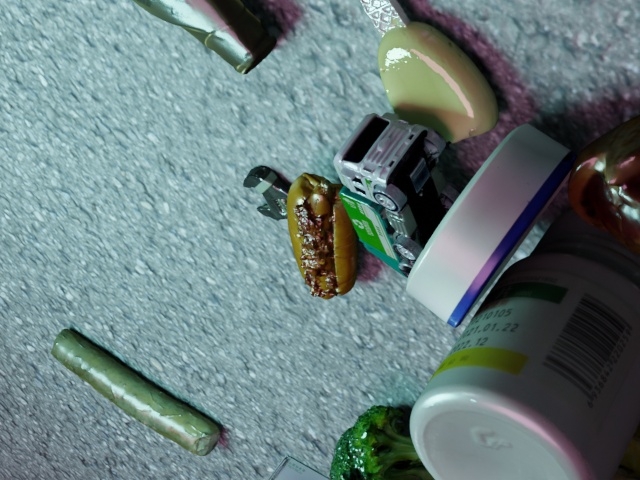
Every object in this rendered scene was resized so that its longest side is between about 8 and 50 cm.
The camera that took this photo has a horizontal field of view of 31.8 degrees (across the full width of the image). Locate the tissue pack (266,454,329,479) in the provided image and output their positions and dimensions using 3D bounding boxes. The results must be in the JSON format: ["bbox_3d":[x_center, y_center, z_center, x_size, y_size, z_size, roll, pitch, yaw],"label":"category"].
[{"bbox_3d":[0.012,0.510,2.020,0.246,0.092,0.149,26,139,20],"label":"tissue pack"}]

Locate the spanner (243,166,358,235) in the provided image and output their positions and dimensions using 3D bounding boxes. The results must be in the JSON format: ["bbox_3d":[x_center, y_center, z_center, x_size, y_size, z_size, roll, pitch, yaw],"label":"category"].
[{"bbox_3d":[0.030,-0.025,1.529,0.315,0.024,0.087,20,140,23],"label":"spanner"}]

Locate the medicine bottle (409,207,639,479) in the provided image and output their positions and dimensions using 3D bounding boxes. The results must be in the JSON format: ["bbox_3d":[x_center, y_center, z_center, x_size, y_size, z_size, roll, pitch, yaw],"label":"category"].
[{"bbox_3d":[0.261,0.125,1.214,0.208,0.340,0.208,23,139,21],"label":"medicine bottle"}]

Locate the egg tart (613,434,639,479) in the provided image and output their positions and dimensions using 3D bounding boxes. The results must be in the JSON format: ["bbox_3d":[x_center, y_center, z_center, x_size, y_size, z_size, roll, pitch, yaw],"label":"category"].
[{"bbox_3d":[0.305,0.258,1.360,0.278,0.095,0.279,15,175,1],"label":"egg tart"}]

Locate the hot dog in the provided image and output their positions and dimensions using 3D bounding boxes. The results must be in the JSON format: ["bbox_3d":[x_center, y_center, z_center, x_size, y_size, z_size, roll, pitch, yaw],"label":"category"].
[{"bbox_3d":[0.000,0.000,1.499,0.102,0.076,0.249,27,148,20],"label":"hot dog"}]

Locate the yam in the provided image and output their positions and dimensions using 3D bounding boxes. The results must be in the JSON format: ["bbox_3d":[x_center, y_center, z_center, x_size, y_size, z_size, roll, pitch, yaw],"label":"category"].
[{"bbox_3d":[-0.356,0.290,2.135,0.371,0.083,0.083,30,142,15],"label":"yam"}]

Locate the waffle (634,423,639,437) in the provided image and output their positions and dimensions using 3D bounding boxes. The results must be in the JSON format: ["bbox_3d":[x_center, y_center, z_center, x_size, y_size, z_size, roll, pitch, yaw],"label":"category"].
[{"bbox_3d":[0.383,0.279,1.500,0.249,0.056,0.253,22,140,24],"label":"waffle"}]

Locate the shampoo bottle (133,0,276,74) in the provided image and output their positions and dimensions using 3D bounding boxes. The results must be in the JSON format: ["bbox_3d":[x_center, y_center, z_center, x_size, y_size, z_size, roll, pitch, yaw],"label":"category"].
[{"bbox_3d":[-0.203,-0.335,1.366,0.350,0.084,0.125,40,145,0],"label":"shampoo bottle"}]

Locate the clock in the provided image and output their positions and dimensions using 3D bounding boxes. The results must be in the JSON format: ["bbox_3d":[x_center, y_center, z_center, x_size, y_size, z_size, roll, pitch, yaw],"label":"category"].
[{"bbox_3d":[0.186,-0.018,1.228,0.083,0.230,0.230,38,143,8],"label":"clock"}]

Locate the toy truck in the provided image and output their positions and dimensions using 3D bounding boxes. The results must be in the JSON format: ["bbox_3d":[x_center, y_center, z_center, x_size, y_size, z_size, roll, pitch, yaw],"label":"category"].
[{"bbox_3d":[0.097,-0.044,1.343,0.124,0.114,0.253,24,159,32],"label":"toy truck"}]

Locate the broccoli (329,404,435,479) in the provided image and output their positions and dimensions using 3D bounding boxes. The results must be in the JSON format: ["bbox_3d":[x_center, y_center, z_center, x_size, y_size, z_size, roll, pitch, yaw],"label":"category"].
[{"bbox_3d":[0.146,0.366,1.693,0.269,0.269,0.254,-17,79,48],"label":"broccoli"}]

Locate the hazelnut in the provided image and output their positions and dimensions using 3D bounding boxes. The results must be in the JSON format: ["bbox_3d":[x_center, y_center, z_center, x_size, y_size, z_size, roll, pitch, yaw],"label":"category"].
[{"bbox_3d":[0.349,-0.045,1.120,0.201,0.160,0.170,-15,119,41],"label":"hazelnut"}]

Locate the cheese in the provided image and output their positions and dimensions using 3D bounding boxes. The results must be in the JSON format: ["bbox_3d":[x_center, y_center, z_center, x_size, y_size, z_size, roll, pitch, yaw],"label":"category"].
[{"bbox_3d":[0.095,-0.218,1.257,0.127,0.050,0.255,-18,113,50],"label":"cheese"}]
